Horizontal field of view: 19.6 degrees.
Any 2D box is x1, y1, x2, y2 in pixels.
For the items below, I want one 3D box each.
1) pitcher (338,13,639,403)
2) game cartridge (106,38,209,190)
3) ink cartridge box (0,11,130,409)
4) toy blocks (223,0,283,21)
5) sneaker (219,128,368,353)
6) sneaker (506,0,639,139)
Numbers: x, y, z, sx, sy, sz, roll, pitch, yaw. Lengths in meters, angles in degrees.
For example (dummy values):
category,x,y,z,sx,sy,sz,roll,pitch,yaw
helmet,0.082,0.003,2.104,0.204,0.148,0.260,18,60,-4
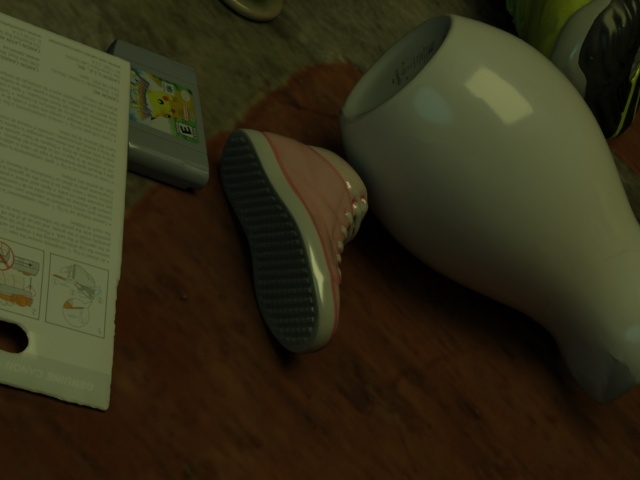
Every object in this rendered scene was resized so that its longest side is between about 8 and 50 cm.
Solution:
category,x,y,z,sx,sy,sz,roll,pitch,yaw
pitcher,0.107,-0.030,1.026,0.207,0.125,0.178,45,13,-18
game cartridge,-0.086,-0.066,0.940,0.056,0.017,0.083,16,44,-29
ink cartridge box,-0.156,-0.019,0.817,0.145,0.045,0.179,19,61,-33
toy blocks,0.012,-0.200,1.060,0.054,0.148,0.123,47,35,4
sneaker,0.000,0.000,0.927,0.070,0.051,0.134,8,44,-34
sneaker,0.164,-0.205,1.265,0.147,0.145,0.385,10,42,4
